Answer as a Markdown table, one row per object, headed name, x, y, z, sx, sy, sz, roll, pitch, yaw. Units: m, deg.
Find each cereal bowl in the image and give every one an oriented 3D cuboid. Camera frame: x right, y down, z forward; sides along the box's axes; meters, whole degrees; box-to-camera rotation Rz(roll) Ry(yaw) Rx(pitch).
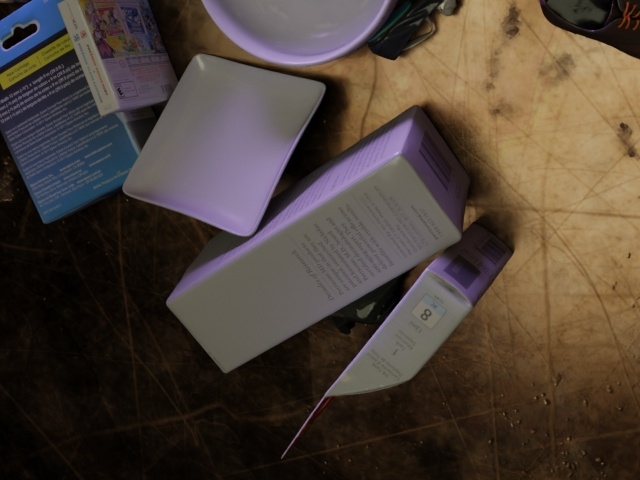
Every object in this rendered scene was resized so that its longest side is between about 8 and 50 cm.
| name | x | y | z | sx | sy | sz | roll | pitch | yaw |
| --- | --- | --- | --- | --- | --- | --- | --- | --- | --- |
| cereal bowl | -0.020 | -0.437 | 1.396 | 0.338 | 0.141 | 0.339 | 5 | 104 | 19 |

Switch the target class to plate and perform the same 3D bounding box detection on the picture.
| name | x | y | z | sx | sy | sz | roll | pitch | yaw |
| --- | --- | --- | --- | --- | --- | --- | --- | --- | --- |
| plate | -0.153 | -0.155 | 1.486 | 0.277 | 0.045 | 0.278 | 19 | 76 | 29 |

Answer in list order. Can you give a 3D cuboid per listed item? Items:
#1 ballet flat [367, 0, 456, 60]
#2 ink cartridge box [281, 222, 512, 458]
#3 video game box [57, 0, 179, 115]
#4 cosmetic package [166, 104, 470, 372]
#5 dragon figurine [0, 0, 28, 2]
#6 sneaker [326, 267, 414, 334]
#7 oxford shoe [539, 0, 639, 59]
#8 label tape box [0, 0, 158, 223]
| name | x | y | z | sx | sy | sz | roll | pitch | yaw |
| --- | --- | --- | --- | --- | --- | --- | --- | --- | --- |
| ballet flat | 0.159 | -0.352 | 1.397 | 0.203 | 0.074 | 0.074 | -44 | 86 | 18 |
| ink cartridge box | 0.122 | 0.167 | 1.404 | 0.091 | 0.308 | 0.385 | 38 | 113 | 8 |
| video game box | -0.322 | -0.308 | 1.505 | 0.048 | 0.205 | 0.187 | -15 | 97 | 24 |
| cosmetic package | 0.000 | 0.000 | 1.438 | 0.453 | 0.230 | 0.161 | -31 | 105 | 25 |
| dragon figurine | -0.490 | -0.481 | 1.589 | 0.289 | 0.085 | 0.144 | 9 | 107 | 19 |
| sneaker | 0.097 | 0.081 | 1.522 | 0.234 | 0.078 | 0.106 | -33 | 95 | 27 |
| oxford shoe | 0.437 | -0.302 | 1.284 | 0.271 | 0.098 | 0.097 | 16 | 108 | 16 |
| label tape box | -0.442 | -0.238 | 1.620 | 0.249 | 0.115 | 0.348 | -23 | 92 | 23 |
